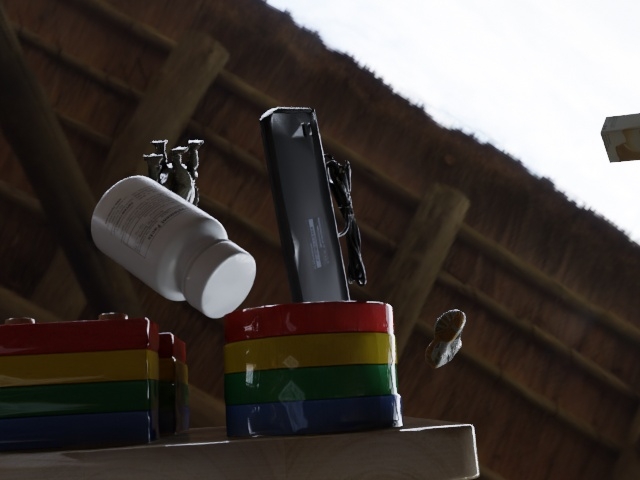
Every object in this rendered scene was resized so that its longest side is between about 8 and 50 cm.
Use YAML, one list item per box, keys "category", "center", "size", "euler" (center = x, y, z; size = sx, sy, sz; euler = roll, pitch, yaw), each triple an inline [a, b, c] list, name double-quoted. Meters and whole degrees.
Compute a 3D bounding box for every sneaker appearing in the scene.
- category: "sneaker"
  center: [0.154, 0.114, 1.015]
  size: [0.037, 0.083, 0.032]
  euler: [-7, -137, -40]

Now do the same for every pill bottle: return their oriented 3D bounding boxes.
- category: "pill bottle"
  center: [-0.206, 0.010, 1.208]
  size: [0.229, 0.131, 0.131]
  euler: [31, -156, 31]

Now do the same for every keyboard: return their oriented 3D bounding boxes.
- category: "keyboard"
  center: [0.000, 0.000, 1.008]
  size: [0.201, 0.033, 0.317]
  euler: [-16, -83, -62]

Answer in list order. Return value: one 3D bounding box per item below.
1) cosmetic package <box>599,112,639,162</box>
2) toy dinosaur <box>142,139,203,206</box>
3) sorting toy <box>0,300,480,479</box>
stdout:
- category: "cosmetic package"
  center: [0.460, -0.147, 1.201]
  size: [0.060, 0.115, 0.041]
  euler: [59, -134, -31]
- category: "toy dinosaur"
  center: [-0.269, -0.091, 1.540]
  size: [0.120, 0.160, 0.313]
  euler: [-3, -160, -3]
- category: "sorting toy"
  center: [-0.065, 0.090, 0.493]
  size: [0.255, 0.090, 0.257]
  euler: [-3, 169, -4]
